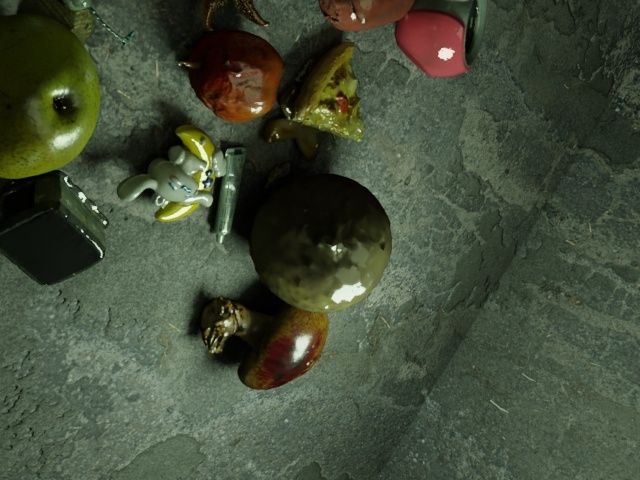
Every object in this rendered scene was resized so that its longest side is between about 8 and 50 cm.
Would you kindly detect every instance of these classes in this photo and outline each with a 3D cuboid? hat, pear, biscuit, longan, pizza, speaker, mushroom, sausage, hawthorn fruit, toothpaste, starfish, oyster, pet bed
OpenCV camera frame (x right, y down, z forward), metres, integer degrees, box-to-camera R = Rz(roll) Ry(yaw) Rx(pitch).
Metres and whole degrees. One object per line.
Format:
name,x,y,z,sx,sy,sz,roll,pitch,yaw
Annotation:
hat,-0.483,-0.406,1.316,0.146,0.067,0.146,-28,135,-31
pear,-0.520,-0.250,1.214,0.294,0.294,0.294,-28,135,-31
biscuit,-0.054,-0.308,1.871,0.208,0.047,0.164,20,99,-51
longan,0.000,0.000,1.898,0.391,0.391,0.391,-28,135,-31
pizza,0.059,-0.365,1.867,0.288,0.075,0.279,42,70,-47
speaker,0.344,-0.602,1.899,0.294,0.294,0.294,-28,135,-31
mushroom,-0.165,0.288,2.096,0.334,0.356,0.331,-64,169,-67
sausage,0.120,-0.610,1.747,0.280,0.152,0.152,-23,132,-35
hawthorn fruit,-0.216,-0.372,1.539,0.243,0.207,0.207,6,113,-44
toothpaste,-0.241,-0.117,1.816,0.069,0.047,0.268,3,115,-27
starfish,-0.184,-0.554,1.499,0.227,0.043,0.240,30,84,-29
oyster,-0.119,-0.181,1.911,0.093,0.034,0.051,-39,157,-37
pet bed,-0.563,-0.039,1.452,0.183,0.159,0.211,-26,139,5

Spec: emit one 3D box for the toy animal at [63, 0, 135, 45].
toy animal,-0.436,-0.455,1.298,0.079,0.070,0.253,-53,131,-16

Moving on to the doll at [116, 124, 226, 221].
doll,-0.331,-0.149,1.642,0.237,0.111,0.252,-52,152,-2

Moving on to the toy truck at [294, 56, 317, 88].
toy truck,-0.039,-0.434,1.809,0.083,0.024,0.032,-55,146,2
